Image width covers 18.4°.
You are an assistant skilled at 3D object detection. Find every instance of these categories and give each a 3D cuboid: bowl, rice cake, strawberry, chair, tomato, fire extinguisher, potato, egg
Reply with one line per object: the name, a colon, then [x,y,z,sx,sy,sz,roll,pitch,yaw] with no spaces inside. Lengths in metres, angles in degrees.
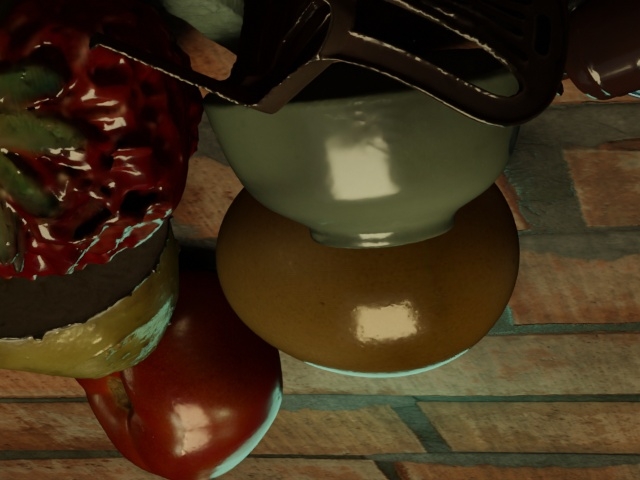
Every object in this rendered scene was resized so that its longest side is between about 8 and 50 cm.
bowl: [0.049,-0.076,1.732,0.289,0.146,0.289,-8,-169,2]
rice cake: [-0.077,-0.203,1.711,0.063,0.069,0.206,-9,155,31]
strawberry: [-0.236,-0.119,1.719,0.317,0.295,0.345,-35,180,25]
chair: [0.013,-0.185,1.563,0.326,0.176,0.183,27,143,-24]
tomato: [-0.169,0.156,2.460,0.226,0.298,0.298,-31,-179,-34]
fire extinguisher: [0.313,-0.185,1.622,0.341,0.105,0.141,-17,150,38]
potato: [-0.301,0.050,2.178,0.299,0.246,0.196,0,146,5]
egg: [0.045,0.014,2.008,0.322,0.250,0.250,-4,158,29]

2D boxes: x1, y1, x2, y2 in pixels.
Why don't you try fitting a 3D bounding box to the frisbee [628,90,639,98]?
frisbee: [0.349,-0.163,1.769,0.242,0.045,0.242,3,158,1]
